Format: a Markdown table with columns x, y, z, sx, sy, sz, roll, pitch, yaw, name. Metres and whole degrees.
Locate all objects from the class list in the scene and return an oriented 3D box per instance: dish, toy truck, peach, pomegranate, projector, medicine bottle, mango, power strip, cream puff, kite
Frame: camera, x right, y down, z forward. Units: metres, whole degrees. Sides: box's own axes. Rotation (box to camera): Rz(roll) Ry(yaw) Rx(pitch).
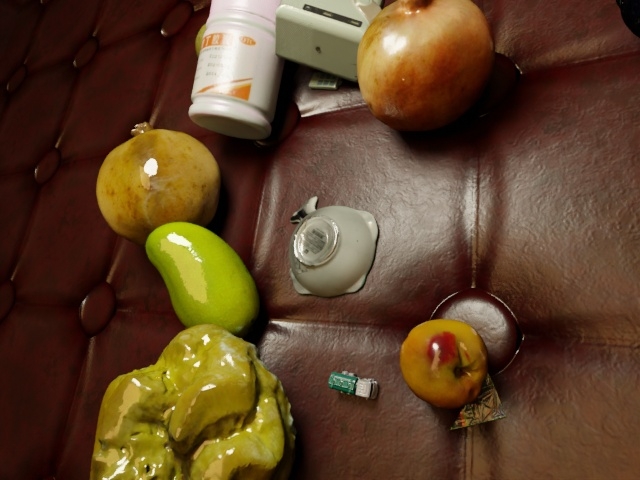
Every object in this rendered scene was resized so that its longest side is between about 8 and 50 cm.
| x | y | z | sx | sy | sz | roll | pitch | yaw | name |
| --- | --- | --- | --- | --- | --- | --- | --- | --- | --- |
| 0.000 | 0.000 | 0.913 | 0.224 | 0.078 | 0.246 | -42 | 57 | 11 | dish |
| 0.058 | 0.260 | 0.801 | 0.083 | 0.044 | 0.039 | 5 | 77 | 31 | toy truck |
| 0.191 | 0.189 | 0.706 | 0.138 | 0.138 | 0.138 | -11 | 67 | 26 | peach |
| -0.375 | -0.118 | 1.060 | 0.307 | 0.307 | 0.308 | -11 | 67 | 26 | pomegranate |
| 0.034 | -0.481 | 0.989 | 0.242 | 0.163 | 0.177 | 19 | 70 | 3 | projector |
| 0.185 | -0.343 | 0.825 | 0.251 | 0.270 | 0.229 | -19 | 55 | 14 | pomegranate |
| -0.189 | -0.424 | 1.076 | 0.202 | 0.202 | 0.316 | 9 | 87 | 32 | medicine bottle |
| -0.243 | 0.084 | 0.938 | 0.175 | 0.143 | 0.293 | -38 | 88 | -15 | mango |
| 0.012 | -0.390 | 1.092 | 0.090 | 0.016 | 0.040 | 16 | 80 | 33 | power strip |
| -0.236 | 0.351 | 0.764 | 0.378 | 0.275 | 0.379 | 0 | 91 | 28 | cream puff |
| 0.253 | 0.256 | 0.716 | 0.090 | 0.004 | 0.122 | 16 | 80 | 33 | kite |

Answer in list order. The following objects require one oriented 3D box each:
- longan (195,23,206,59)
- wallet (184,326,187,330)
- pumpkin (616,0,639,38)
| x | y | z | sx | sy | sz | roll | pitch | yaw | name |
| --- | --- | --- | --- | --- | --- | --- | --- | --- | --- |
| -0.259 | -0.529 | 1.221 | 0.176 | 0.145 | 0.155 | -7 | 96 | 30 | longan |
| -0.289 | 0.160 | 1.046 | 0.095 | 0.026 | 0.176 | -26 | 61 | 16 | wallet |
| 0.613 | -0.421 | 0.656 | 0.295 | 0.296 | 0.296 | -11 | 67 | 26 | pumpkin |
